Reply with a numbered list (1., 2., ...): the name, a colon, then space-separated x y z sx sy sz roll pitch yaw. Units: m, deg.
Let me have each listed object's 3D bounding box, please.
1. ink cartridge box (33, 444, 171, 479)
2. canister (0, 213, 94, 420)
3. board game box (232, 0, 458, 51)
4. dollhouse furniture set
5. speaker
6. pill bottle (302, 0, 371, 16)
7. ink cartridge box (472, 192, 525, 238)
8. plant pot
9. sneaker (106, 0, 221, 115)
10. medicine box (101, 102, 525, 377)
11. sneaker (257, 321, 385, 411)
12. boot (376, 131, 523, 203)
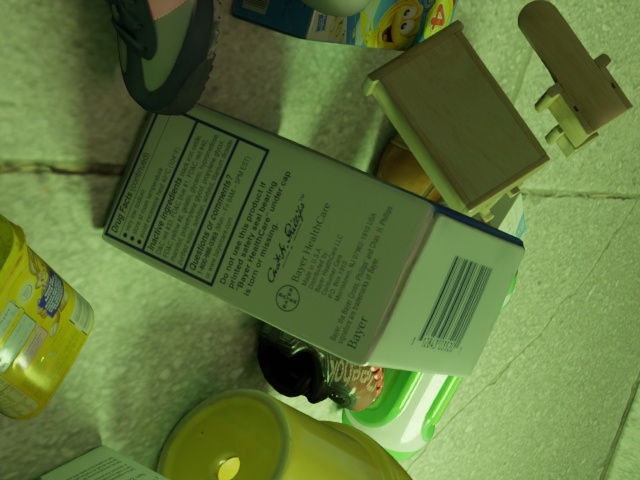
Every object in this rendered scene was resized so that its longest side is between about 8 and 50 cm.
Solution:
1. ink cartridge box: -0.154 0.319 1.364 0.211 0.289 0.121 -20 128 -57
2. canister: -0.255 0.063 1.208 0.126 0.073 0.170 -60 155 -14
3. board game box: 0.065 -0.342 1.486 0.302 0.086 0.308 -8 117 -61
4. dollhouse furniture set: 0.130 -0.094 1.691 0.303 0.173 0.355 -32 174 -13
5. speaker: 0.132 0.131 1.903 0.131 0.131 0.296 -25 146 -55
6. pill bottle: 0.062 -0.349 1.234 0.323 0.181 0.181 -47 153 -3
7. ink cartridge box: 0.197 0.000 2.023 0.143 0.090 0.092 -56 153 -23
8. plant pot: -0.047 0.284 1.628 0.254 0.254 0.239 -59 138 -17
9. sneaker: -0.150 -0.234 1.162 0.131 0.112 0.319 -20 127 -36
10. medicine box: 0.000 0.000 1.401 0.263 0.289 0.149 16 99 -65
11. sneaker: -0.004 0.135 1.733 0.135 0.098 0.276 -57 151 -22
12. boot: 0.141 -0.059 1.839 0.197 0.073 0.152 26 95 -32
